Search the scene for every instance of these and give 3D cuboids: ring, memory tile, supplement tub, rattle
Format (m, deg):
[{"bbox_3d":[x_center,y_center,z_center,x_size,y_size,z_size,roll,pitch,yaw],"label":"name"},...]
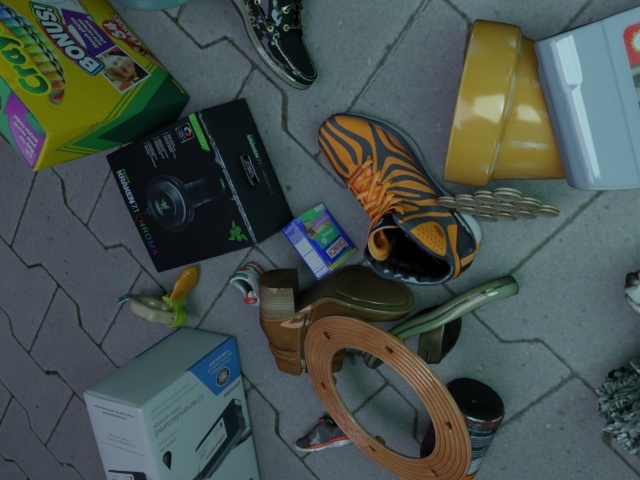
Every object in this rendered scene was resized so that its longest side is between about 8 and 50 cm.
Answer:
[{"bbox_3d":[0.104,0.259,1.020,0.336,0.032,0.337,31,138,32],"label":"ring"},{"bbox_3d":[0.245,-0.048,0.869,0.148,0.113,0.012,-4,71,60],"label":"memory tile"},{"bbox_3d":[0.231,0.336,1.060,0.106,0.106,0.198,27,122,21],"label":"supplement tub"},{"bbox_3d":[-0.360,0.102,1.363,0.199,0.130,0.143,24,113,53],"label":"rattle"}]

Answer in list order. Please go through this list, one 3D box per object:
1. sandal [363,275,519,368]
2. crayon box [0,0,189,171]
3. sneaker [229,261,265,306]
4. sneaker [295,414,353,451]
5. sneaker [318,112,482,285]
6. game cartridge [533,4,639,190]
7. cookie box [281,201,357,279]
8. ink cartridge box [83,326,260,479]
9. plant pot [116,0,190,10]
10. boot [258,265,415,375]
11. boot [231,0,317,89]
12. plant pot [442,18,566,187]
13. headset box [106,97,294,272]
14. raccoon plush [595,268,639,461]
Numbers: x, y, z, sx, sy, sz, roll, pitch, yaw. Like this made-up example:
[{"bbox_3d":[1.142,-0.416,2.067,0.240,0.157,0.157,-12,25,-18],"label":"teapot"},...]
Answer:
[{"bbox_3d":[0.186,0.149,0.995,0.302,0.120,0.086,-34,80,37],"label":"sandal"},{"bbox_3d":[-0.465,-0.322,1.095,0.363,0.313,0.106,49,127,6],"label":"crayon box"},{"bbox_3d":[-0.109,0.115,1.201,0.161,0.075,0.057,45,127,9],"label":"sneaker"},{"bbox_3d":[0.010,0.387,1.265,0.157,0.061,0.065,-24,69,36],"label":"sneaker"},{"bbox_3d":[0.095,-0.064,0.929,0.321,0.180,0.125,42,126,11],"label":"sneaker"},{"bbox_3d":[0.396,-0.169,0.678,0.294,0.060,0.196,-20,104,1],"label":"game cartridge"},{"bbox_3d":[0.000,0.000,1.074,0.040,0.092,0.107,-38,88,41],"label":"cookie box"},{"bbox_3d":[-0.292,0.427,1.318,0.166,0.285,0.395,5,113,30],"label":"ink cartridge box"},{"bbox_3d":[-0.263,-0.479,0.948,0.292,0.293,0.196,22,146,23],"label":"plant pot"},{"bbox_3d":[0.028,0.163,1.120,0.283,0.109,0.220,0,124,10],"label":"boot"},{"bbox_3d":[-0.035,-0.368,0.946,0.178,0.085,0.237,-29,92,35],"label":"boot"},{"bbox_3d":[0.266,-0.158,0.785,0.187,0.205,0.205,12,117,11],"label":"plant pot"},{"bbox_3d":[-0.212,-0.096,1.144,0.283,0.131,0.247,-14,102,35],"label":"headset box"},{"bbox_3d":[0.567,0.168,0.778,0.446,0.216,0.299,21,109,-10],"label":"raccoon plush"}]
